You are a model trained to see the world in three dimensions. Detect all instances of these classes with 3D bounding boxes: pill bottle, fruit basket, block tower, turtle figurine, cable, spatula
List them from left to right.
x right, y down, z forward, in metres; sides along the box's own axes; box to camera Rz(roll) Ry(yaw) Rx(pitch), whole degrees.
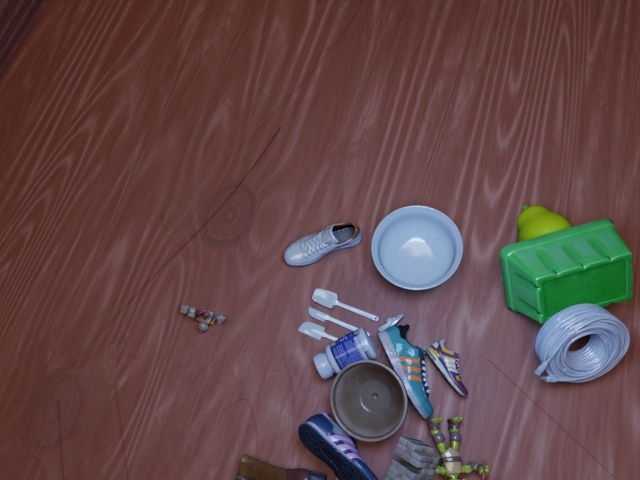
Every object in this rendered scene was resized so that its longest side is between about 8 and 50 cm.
[{"bbox_3d":[0.064,0.274,1.776,0.242,0.019,0.168,20,71,15],"label":"spatula"},{"bbox_3d":[0.078,0.367,1.681,0.187,0.112,0.111,-28,67,5],"label":"pill bottle"},{"bbox_3d":[0.219,0.724,1.445,0.091,0.097,0.335,11,78,54],"label":"block tower"},{"bbox_3d":[0.396,0.638,1.548,0.270,0.087,0.217,-2,63,-1],"label":"turtle figurine"},{"bbox_3d":[0.751,0.056,1.682,0.393,0.282,0.392,-14,24,6],"label":"fruit basket"},{"bbox_3d":[0.773,0.309,1.556,0.258,0.089,0.256,11,113,-12],"label":"cable"}]

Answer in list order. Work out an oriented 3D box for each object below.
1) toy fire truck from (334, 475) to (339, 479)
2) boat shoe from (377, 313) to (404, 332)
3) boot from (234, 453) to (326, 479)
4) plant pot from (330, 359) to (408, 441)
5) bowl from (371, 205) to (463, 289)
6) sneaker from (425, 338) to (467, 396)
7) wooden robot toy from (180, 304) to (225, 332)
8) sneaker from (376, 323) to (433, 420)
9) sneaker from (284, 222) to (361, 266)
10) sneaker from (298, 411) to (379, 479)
[{"bbox_3d":[0.088,0.805,1.543,0.136,0.047,0.191,9,69,11],"label":"toy fire truck"},{"bbox_3d":[0.233,0.272,1.746,0.100,0.035,0.035,-41,71,-2],"label":"boat shoe"},{"bbox_3d":[-0.142,0.797,1.553,0.281,0.096,0.263,7,70,11],"label":"boot"},{"bbox_3d":[0.157,0.485,1.614,0.238,0.110,0.237,-3,81,19],"label":"plant pot"},{"bbox_3d":[0.321,0.041,1.772,0.298,0.134,0.297,-3,69,6],"label":"bowl"},{"bbox_3d":[0.416,0.399,1.651,0.084,0.069,0.185,-34,70,-6],"label":"sneaker"},{"bbox_3d":[-0.414,0.278,1.815,0.174,0.076,0.078,14,82,13],"label":"wooden robot toy"},{"bbox_3d":[0.293,0.402,1.645,0.121,0.108,0.302,-24,69,-3],"label":"sneaker"},{"bbox_3d":[0.000,0.000,1.840,0.291,0.123,0.105,-22,69,0],"label":"sneaker"},{"bbox_3d":[0.086,0.638,1.568,0.319,0.131,0.112,42,123,20],"label":"sneaker"}]
